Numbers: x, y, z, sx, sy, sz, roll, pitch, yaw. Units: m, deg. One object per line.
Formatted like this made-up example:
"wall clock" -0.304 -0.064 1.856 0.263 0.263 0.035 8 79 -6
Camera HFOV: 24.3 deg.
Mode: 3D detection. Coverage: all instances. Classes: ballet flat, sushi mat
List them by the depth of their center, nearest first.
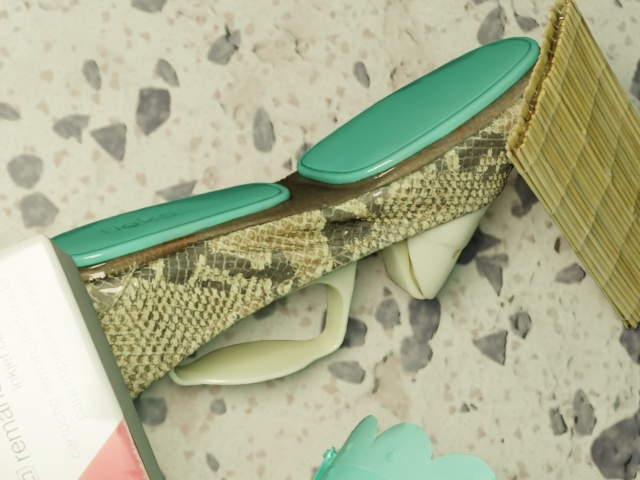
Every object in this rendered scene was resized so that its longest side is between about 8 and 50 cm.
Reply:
"ballet flat" 0.000 0.000 1.215 0.482 0.164 0.182 -26 111 -18
"sushi mat" 0.241 -0.056 1.277 0.316 0.019 0.151 46 58 -49

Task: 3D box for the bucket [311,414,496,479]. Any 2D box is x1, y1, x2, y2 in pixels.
"bucket" 0.075 0.290 1.107 0.281 0.281 0.183 47 68 -6

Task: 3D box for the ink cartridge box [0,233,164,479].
"ink cartridge box" -0.298 0.199 0.975 0.384 0.160 0.279 -23 87 -6
